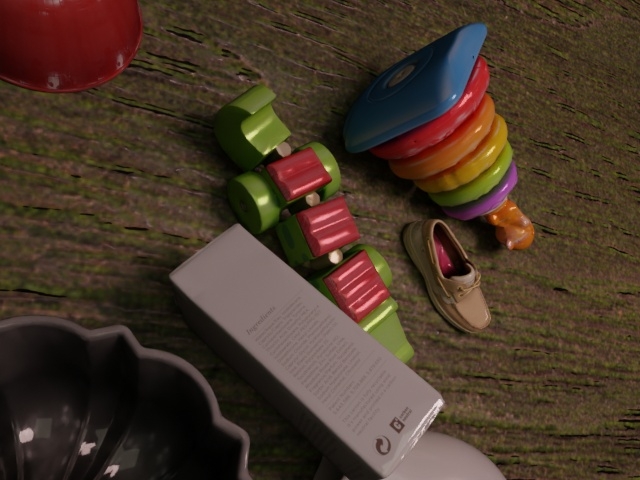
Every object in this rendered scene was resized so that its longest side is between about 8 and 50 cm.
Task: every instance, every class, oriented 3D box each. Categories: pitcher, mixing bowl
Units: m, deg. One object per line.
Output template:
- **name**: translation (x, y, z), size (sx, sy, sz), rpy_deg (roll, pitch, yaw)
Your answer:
- **pitcher**: translation (0.083, 0.278, 0.492), size (0.207, 0.125, 0.177), rpy_deg (27, 76, -9)
- **mixing bowl**: translation (-0.253, -0.241, 0.438), size (0.182, 0.098, 0.181), rpy_deg (5, 79, -26)

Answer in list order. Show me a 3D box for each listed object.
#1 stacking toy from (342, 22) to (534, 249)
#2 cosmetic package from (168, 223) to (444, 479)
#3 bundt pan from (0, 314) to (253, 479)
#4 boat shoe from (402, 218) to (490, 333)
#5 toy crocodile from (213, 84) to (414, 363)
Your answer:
- **stacking toy**: translation (0.186, -0.093, 0.607), size (0.302, 0.166, 0.175), rpy_deg (45, 53, -24)
- **cosmetic package**: translation (-0.021, 0.101, 0.425), size (0.231, 0.117, 0.085), rpy_deg (41, 63, 14)
- **bundt pan**: translation (-0.202, 0.222, 0.313), size (0.331, 0.124, 0.330), rpy_deg (8, 55, -11)
- **boat shoe**: translation (0.169, 0.046, 0.607), size (0.063, 0.059, 0.170), rpy_deg (-39, 98, -27)
- **toy crocodile**: translation (0.000, 0.000, 0.509), size (0.115, 0.105, 0.340), rpy_deg (-30, 94, -27)
